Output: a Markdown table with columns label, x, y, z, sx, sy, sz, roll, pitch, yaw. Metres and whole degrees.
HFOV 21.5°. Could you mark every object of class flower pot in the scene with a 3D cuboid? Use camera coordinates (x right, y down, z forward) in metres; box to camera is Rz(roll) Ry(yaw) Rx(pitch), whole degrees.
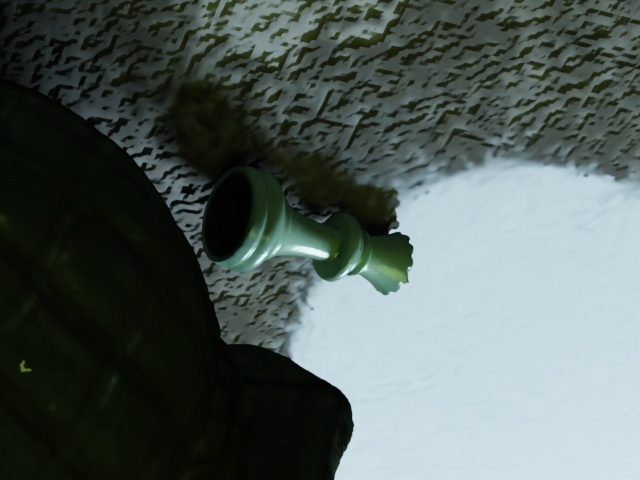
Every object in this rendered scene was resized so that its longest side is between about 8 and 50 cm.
| label | x | y | z | sx | sy | sz | roll | pitch | yaw |
| --- | --- | --- | --- | --- | --- | --- | --- | --- | --- |
| flower pot | -0.148 | 0.101 | 0.563 | 0.213 | 0.302 | 0.302 | 40 | 117 | -16 |

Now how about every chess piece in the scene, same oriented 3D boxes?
| label | x | y | z | sx | sy | sz | roll | pitch | yaw |
| --- | --- | --- | --- | --- | --- | --- | --- | --- | --- |
| chess piece | 0.000 | 0.000 | 0.686 | 0.093 | 0.042 | 0.042 | 15 | 129 | -34 |
